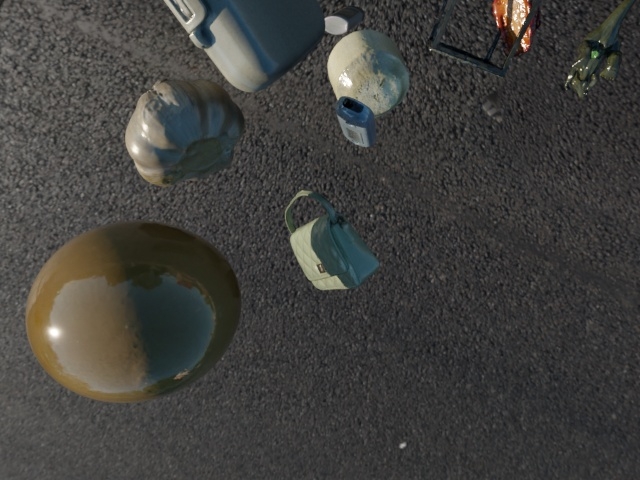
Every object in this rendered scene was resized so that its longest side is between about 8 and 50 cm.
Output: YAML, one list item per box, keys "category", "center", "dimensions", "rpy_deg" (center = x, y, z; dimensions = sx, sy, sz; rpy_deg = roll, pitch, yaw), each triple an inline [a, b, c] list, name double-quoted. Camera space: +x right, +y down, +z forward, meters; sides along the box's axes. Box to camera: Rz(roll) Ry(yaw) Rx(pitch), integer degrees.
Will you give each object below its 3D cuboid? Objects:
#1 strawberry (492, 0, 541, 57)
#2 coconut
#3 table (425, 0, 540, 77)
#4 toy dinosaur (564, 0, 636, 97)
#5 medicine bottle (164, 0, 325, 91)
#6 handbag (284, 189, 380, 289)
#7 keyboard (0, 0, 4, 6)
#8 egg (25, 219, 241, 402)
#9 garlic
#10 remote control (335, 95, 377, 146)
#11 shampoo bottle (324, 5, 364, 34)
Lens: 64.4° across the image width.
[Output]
- category: "strawberry"
  center: [0.539, -0.599, 1.382]
  dimensions: [0.121, 0.082, 0.188]
  rpy_deg: [15, 124, 48]
- category: "coconut"
  center: [0.144, -0.515, 1.560]
  dimensions: [0.237, 0.266, 0.237]
  rpy_deg: [-9, 136, -9]
- category: "table"
  center: [0.462, -0.653, 1.455]
  dimensions: [0.222, 0.335, 0.272]
  rpy_deg: [20, 116, -1]
- category: "toy dinosaur"
  center: [0.531, -0.381, 0.983]
  dimensions: [0.087, 0.179, 0.187]
  rpy_deg: [19, 160, 0]
- category: "medicine bottle"
  center: [-0.155, -0.452, 0.850]
  dimensions: [0.123, 0.282, 0.375]
  rpy_deg: [-15, 120, 44]
- category: "handbag"
  center: [0.000, 0.000, 1.076]
  dimensions: [0.219, 0.079, 0.256]
  rpy_deg: [56, 157, -6]
- category: "keyboard"
  center: [-0.367, -0.204, 0.520]
  dimensions: [0.018, 0.101, 0.310]
  rpy_deg: [32, 101, -30]
- category: "egg"
  center: [-0.302, 0.115, 0.849]
  dimensions: [0.373, 0.301, 0.301]
  rpy_deg: [-8, 120, 24]
- category: "garlic"
  center: [-0.262, -0.211, 0.968]
  dimensions: [0.152, 0.227, 0.228]
  rpy_deg: [48, 126, 29]
- category: "remote control"
  center: [0.083, -0.268, 1.174]
  dimensions: [0.087, 0.244, 0.047]
  rpy_deg: [30, 90, 10]
- category: "shampoo bottle"
  center: [0.079, -0.713, 1.639]
  dimensions: [0.086, 0.227, 0.056]
  rpy_deg: [14, 124, 12]
